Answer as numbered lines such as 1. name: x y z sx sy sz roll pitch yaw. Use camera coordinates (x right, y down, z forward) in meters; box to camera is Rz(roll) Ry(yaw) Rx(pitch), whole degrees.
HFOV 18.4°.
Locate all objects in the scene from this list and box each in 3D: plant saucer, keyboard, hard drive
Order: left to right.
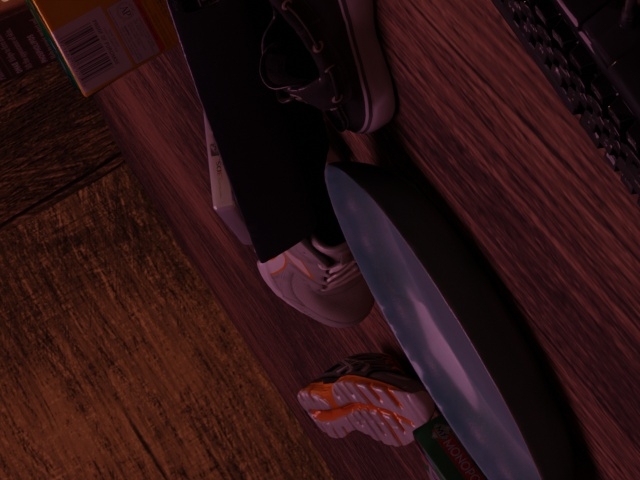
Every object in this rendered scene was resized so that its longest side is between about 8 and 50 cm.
1. hard drive: -0.052 -0.132 1.356 0.172 0.054 0.255 -81 -25 -62
2. plant saucer: 0.101 0.071 1.450 0.318 0.043 0.317 58 172 13
3. keyboard: 0.116 -0.076 0.793 0.317 0.033 0.201 56 172 19

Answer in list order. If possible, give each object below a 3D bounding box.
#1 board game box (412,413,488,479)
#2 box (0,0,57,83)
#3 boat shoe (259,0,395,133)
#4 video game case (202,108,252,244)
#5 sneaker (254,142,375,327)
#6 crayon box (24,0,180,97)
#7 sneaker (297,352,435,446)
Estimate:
1. board game box: 0.198 0.327 1.803 0.317 0.046 0.213 54 172 37
2. box: -0.327 -0.232 1.714 0.143 0.381 0.191 82 166 -74
3. boat shoe: -0.005 -0.123 1.254 0.080 0.076 0.228 57 172 20
4. video game case: -0.083 -0.095 1.775 0.190 0.022 0.173 61 -158 -79
5. sneaker: 0.000 0.000 1.670 0.121 0.099 0.262 47 167 44
6. crayon box: -0.181 -0.271 1.520 0.278 0.165 0.081 62 173 -15
7. sneaker: 0.055 0.148 1.964 0.084 0.083 0.215 57 156 -16
